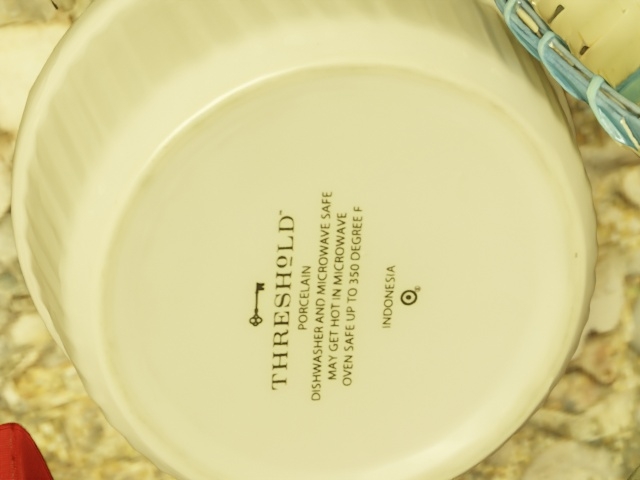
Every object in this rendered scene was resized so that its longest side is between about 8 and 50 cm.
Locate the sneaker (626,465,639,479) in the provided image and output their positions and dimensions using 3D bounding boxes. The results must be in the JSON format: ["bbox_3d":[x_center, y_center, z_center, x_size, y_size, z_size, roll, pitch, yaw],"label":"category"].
[{"bbox_3d":[0.244,0.196,0.965,0.106,0.101,0.267,-35,123,-7],"label":"sneaker"}]

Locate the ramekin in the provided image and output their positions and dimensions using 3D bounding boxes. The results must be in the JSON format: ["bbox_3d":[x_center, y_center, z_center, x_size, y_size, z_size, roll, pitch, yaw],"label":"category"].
[{"bbox_3d":[0.000,0.000,0.806,0.273,0.127,0.273,-4,113,-10],"label":"ramekin"}]

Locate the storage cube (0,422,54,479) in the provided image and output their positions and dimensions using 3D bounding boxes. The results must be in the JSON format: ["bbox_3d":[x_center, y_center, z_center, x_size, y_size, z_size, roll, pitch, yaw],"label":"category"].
[{"bbox_3d":[-0.186,0.231,0.831,0.215,0.193,0.183,-21,115,-1],"label":"storage cube"}]

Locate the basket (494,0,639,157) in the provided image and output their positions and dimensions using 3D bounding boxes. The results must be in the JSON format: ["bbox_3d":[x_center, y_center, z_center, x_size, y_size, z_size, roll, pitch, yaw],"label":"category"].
[{"bbox_3d":[0.170,-0.132,0.723,0.201,0.255,0.289,-38,132,3],"label":"basket"}]
